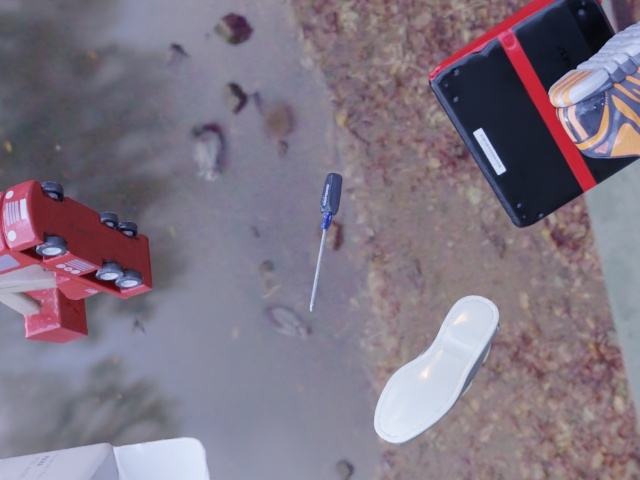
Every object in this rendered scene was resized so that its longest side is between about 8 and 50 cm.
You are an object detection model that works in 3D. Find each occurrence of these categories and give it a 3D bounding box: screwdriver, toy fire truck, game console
[{"bbox_3d":[0.000,0.000,1.106,0.025,0.024,0.170,12,73,9],"label":"screwdriver"},{"bbox_3d":[-0.199,0.022,0.690,0.135,0.192,0.047,-18,68,19],"label":"toy fire truck"},{"bbox_3d":[0.433,-0.250,1.797,0.342,0.060,0.386,-32,114,9],"label":"game console"}]

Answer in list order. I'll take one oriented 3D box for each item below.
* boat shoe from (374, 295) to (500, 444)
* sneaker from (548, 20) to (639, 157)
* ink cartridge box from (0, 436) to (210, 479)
[{"bbox_3d":[0.199,0.228,1.592,0.109,0.305,0.091,30,154,24],"label":"boat shoe"},{"bbox_3d":[0.539,-0.253,1.605,0.180,0.321,0.124,58,171,-18],"label":"sneaker"},{"bbox_3d":[-0.140,0.159,0.405,0.198,0.067,0.115,-10,100,4],"label":"ink cartridge box"}]
